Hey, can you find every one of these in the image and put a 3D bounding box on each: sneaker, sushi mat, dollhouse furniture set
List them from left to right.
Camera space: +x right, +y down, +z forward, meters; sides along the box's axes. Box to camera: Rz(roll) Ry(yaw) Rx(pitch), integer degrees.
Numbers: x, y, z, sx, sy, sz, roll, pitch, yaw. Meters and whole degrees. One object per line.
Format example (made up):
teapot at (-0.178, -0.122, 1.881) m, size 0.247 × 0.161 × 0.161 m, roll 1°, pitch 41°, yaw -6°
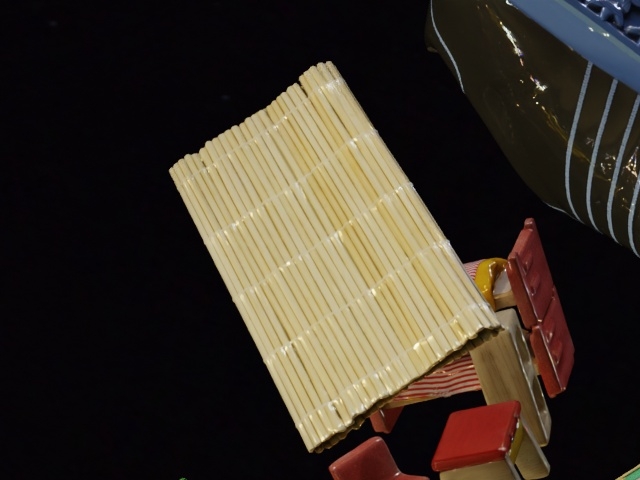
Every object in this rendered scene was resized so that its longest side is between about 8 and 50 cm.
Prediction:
sushi mat at (0.000, 0.000, 1.224) m, size 0.151 × 0.316 × 0.019 m, roll -36°, pitch -45°, yaw 7°
dollhouse furniture set at (0.104, 0.127, 1.606) m, size 0.374 × 0.201 × 0.152 m, roll -54°, pitch -53°, yaw -67°
sneaker at (0.126, -0.027, 0.596) m, size 0.081 × 0.090 × 0.232 m, roll -33°, pitch -105°, yaw -27°

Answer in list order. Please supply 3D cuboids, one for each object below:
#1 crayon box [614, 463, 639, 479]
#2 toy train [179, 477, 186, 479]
crayon box at (0.353, 0.166, 0.822) m, size 0.363 × 0.106 × 0.313 m, roll -31°, pitch -76°, yaw -8°
toy train at (-0.134, 0.216, 1.389) m, size 0.083 × 0.017 × 0.024 m, roll -25°, pitch -45°, yaw -30°
